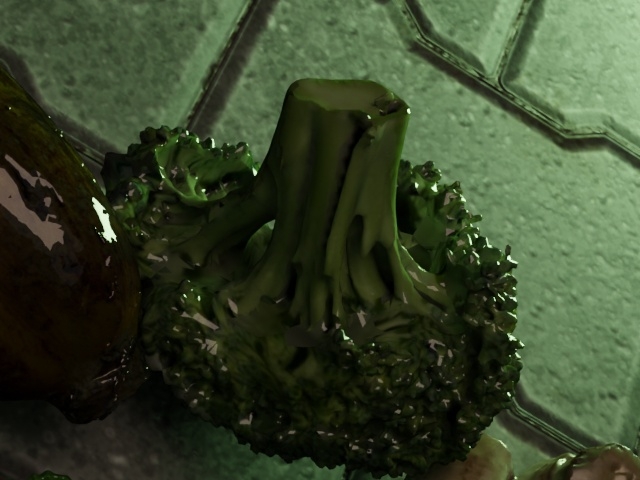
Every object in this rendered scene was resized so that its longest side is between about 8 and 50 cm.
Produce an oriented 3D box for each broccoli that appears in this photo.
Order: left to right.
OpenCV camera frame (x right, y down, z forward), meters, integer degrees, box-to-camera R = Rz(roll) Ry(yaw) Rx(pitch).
[{"bbox_3d":[0.006,0.009,1.418,0.375,0.302,0.249,29,16,24],"label":"broccoli"}]

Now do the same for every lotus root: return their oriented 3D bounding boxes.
[{"bbox_3d":[-0.275,-0.028,1.318,0.397,0.196,0.179,48,16,3],"label":"lotus root"}]

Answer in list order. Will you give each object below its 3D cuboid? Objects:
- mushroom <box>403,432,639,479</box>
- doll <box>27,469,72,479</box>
[{"bbox_3d":[0.178,0.266,1.410,0.253,0.195,0.189,23,57,-12],"label":"mushroom"},{"bbox_3d":[-0.149,0.238,1.332,0.190,0.050,0.115,29,55,-9],"label":"doll"}]
